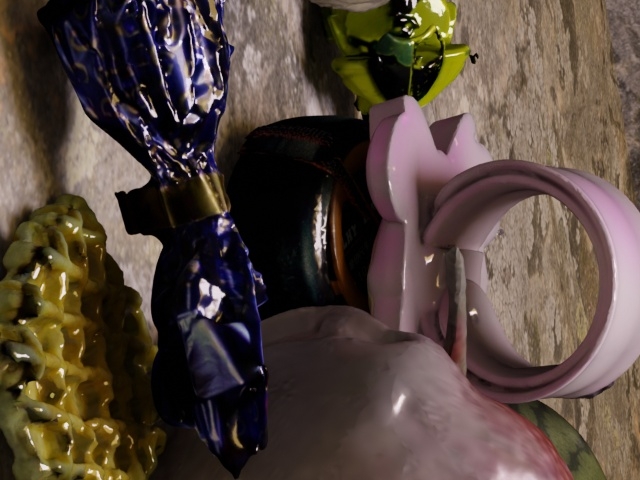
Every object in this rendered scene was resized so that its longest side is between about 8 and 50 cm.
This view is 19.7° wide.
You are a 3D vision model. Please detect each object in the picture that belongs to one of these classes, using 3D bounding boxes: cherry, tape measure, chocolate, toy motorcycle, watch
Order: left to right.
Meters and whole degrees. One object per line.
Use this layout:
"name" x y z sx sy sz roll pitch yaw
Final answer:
"chocolate" -0.089 -0.011 1.235 0.126 0.148 0.343 -13 87 -35
"tape measure" 0.000 0.000 1.572 0.202 0.135 0.223 -51 133 -48
"cherry" 0.009 0.208 1.325 0.326 0.335 0.291 59 -9 24
"toy motorcycle" 0.057 -0.255 1.761 0.206 0.142 0.342 -167 -110 -71
"watch" 0.162 0.010 1.499 0.211 0.217 0.248 6 85 -59

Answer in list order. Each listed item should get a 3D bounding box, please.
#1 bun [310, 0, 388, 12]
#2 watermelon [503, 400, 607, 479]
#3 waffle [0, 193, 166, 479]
"bun" -0.005 -0.334 1.510 0.281 0.204 0.282 8 90 -80
"watermelon" 0.118 0.260 1.633 0.359 0.278 0.279 97 -5 -77
"waffle" -0.162 0.086 1.199 0.223 0.054 0.204 -75 150 -56
